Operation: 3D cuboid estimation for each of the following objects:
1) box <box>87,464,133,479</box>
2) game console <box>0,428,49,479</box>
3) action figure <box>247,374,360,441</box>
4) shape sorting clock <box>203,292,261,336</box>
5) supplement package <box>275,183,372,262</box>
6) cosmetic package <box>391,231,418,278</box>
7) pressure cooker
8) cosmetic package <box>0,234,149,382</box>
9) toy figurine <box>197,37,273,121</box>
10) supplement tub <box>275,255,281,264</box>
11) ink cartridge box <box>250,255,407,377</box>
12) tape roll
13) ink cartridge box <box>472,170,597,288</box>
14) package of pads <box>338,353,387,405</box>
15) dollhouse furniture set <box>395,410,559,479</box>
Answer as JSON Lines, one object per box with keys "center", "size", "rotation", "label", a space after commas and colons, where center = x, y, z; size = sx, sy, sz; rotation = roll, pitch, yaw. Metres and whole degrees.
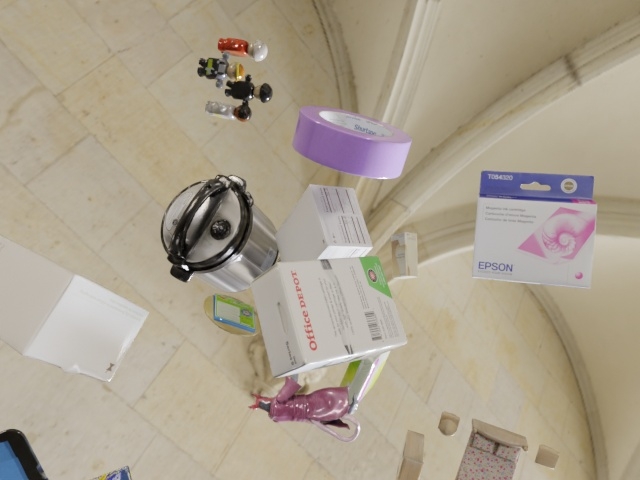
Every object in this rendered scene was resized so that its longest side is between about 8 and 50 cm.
{"center": [-0.626, 0.708, 1.592], "size": [0.054, 0.169, 0.059], "rotation": [61, -25, 30], "label": "box"}
{"center": [-0.663, 0.539, 1.028], "size": [0.293, 0.250, 0.173], "rotation": [-20, -44, -5], "label": "game console"}
{"center": [-0.068, 0.598, 1.938], "size": [0.370, 0.275, 0.248], "rotation": [3, -58, -9], "label": "action figure"}
{"center": [-0.287, 0.245, 1.816], "size": [0.206, 0.206, 0.040], "rotation": [33, -67, 2], "label": "shape sorting clock"}
{"center": [0.000, 0.000, 1.585], "size": [0.145, 0.204, 0.262], "rotation": [2, -33, -30], "label": "supplement package"}
{"center": [0.217, 0.040, 1.434], "size": [0.041, 0.115, 0.060], "rotation": [6, -14, -31], "label": "cosmetic package"}
{"center": [-0.382, -0.028, 2.090], "size": [0.375, 0.370, 0.420], "rotation": [-19, -26, 12], "label": "pressure cooker"}
{"center": [-0.528, 0.110, 1.034], "size": [0.365, 0.155, 0.197], "rotation": [17, -18, 31], "label": "cosmetic package"}
{"center": [-0.236, -0.456, 1.587], "size": [0.148, 0.209, 0.213], "rotation": [11, -47, 13], "label": "toy figurine"}
{"center": [-0.080, 0.166, 2.283], "size": [0.235, 0.325, 0.235], "rotation": [1, -63, 2], "label": "supplement tub"}
{"center": [0.018, 0.153, 1.175], "size": [0.121, 0.289, 0.211], "rotation": [-35, -115, 45], "label": "ink cartridge box"}
{"center": [0.074, -0.238, 1.327], "size": [0.275, 0.275, 0.090], "rotation": [22, -67, 16], "label": "tape roll"}
{"center": [0.617, -0.040, 1.611], "size": [0.324, 0.330, 0.071], "rotation": [4, -2, 15], "label": "ink cartridge box"}
{"center": [0.179, 0.527, 2.261], "size": [0.101, 0.229, 0.296], "rotation": [31, -62, 18], "label": "package of pads"}
{"center": [0.360, 0.611, 1.340], "size": [0.356, 0.174, 0.303], "rotation": [16, -82, 11], "label": "dollhouse furniture set"}
